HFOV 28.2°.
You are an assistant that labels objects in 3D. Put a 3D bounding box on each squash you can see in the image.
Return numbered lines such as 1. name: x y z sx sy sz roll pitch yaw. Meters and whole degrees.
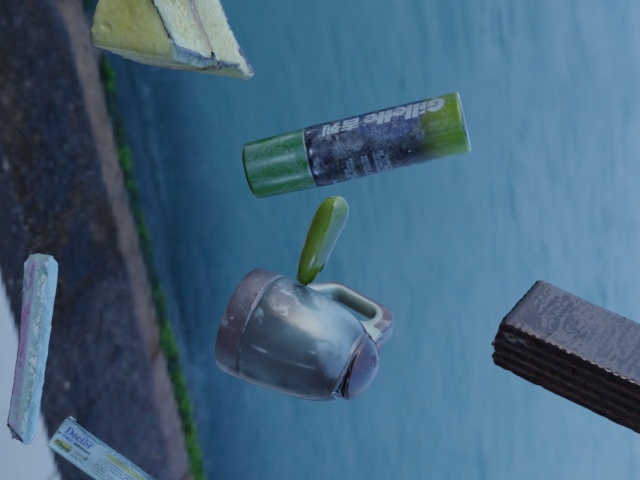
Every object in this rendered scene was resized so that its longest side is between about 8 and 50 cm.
1. squash: 0.000 0.000 2.576 0.201 0.066 0.066 -66 166 17

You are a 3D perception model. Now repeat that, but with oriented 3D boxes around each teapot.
1. teapot: -0.009 0.194 2.634 0.315 0.312 0.233 -49 153 -45

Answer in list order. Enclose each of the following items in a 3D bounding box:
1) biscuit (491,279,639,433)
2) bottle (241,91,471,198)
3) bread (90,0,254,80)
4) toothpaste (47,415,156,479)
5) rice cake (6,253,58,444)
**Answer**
1. biscuit: 0.328 0.139 1.454 0.106 0.252 0.070 -42 147 -42
2. bottle: 0.052 -0.137 1.877 0.093 0.330 0.093 -13 90 -82
3. bread: -0.188 -0.275 1.639 0.178 0.142 0.266 53 17 14
4. toothpaste: -0.272 0.291 1.641 0.046 0.164 0.034 -54 -178 -5
5. rice cake: -0.309 0.115 1.365 0.033 0.033 0.208 45 45 -65
